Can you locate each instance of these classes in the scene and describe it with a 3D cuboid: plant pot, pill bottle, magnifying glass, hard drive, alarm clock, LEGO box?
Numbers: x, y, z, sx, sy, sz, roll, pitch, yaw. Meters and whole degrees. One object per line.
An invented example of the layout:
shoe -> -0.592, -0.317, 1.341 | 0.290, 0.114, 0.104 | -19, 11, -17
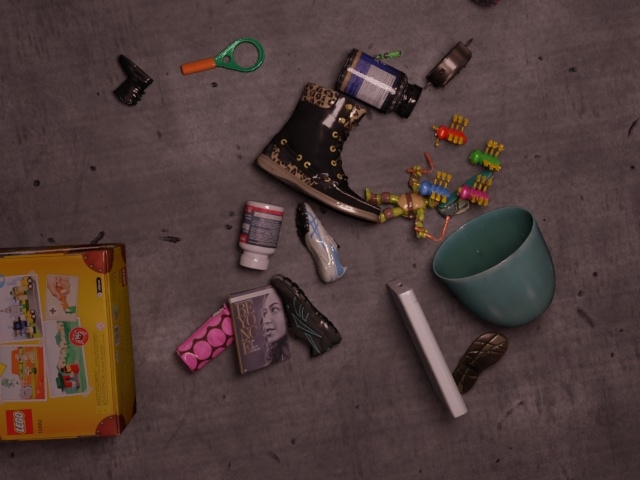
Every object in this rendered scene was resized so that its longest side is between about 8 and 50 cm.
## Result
plant pot -> 0.488, 0.090, 1.682 | 0.293, 0.293, 0.235 | -37, 110, 1
pill bottle -> -0.168, -0.015, 1.728 | 0.108, 0.108, 0.180 | 11, 93, -3
magnifying glass -> -0.268, -0.498, 1.734 | 0.231, 0.026, 0.092 | -14, 95, -3
hard drive -> 0.284, 0.280, 1.703 | 0.047, 0.233, 0.352 | -24, 95, 0
alarm clock -> 0.364, -0.488, 1.709 | 0.064, 0.129, 0.192 | 40, 71, -6
LEGO box -> -0.718, 0.268, 1.685 | 0.373, 0.193, 0.499 | -2, 94, -2
pill bottle -> 0.159, -0.421, 1.704 | 0.219, 0.123, 0.122 | 25, 93, -4

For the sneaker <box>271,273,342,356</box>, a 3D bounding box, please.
sneaker -> -0.058, 0.211, 1.753 | 0.106, 0.101, 0.267 | -40, 94, 3

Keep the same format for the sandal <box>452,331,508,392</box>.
sandal -> 0.452, 0.346, 1.806 | 0.090, 0.060, 0.219 | 31, 107, 2

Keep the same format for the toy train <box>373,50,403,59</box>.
toy train -> 0.190, -0.517, 1.747 | 0.083, 0.024, 0.017 | -11, 94, -1

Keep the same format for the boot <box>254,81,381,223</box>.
boot -> 0.040, -0.235, 1.684 | 0.378, 0.138, 0.284 | 29, 90, 18

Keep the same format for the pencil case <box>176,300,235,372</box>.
pencil case -> -0.309, 0.271, 1.754 | 0.209, 0.095, 0.098 | -43, 130, -1

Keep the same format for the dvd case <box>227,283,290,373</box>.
dvd case -> -0.167, 0.242, 1.746 | 0.165, 0.018, 0.221 | -12, 95, -38

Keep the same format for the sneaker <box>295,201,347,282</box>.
sneaker -> 0.000, 0.000, 1.757 | 0.086, 0.085, 0.237 | -24, 91, -26

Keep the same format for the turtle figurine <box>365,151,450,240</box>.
turtle figurine -> 0.237, -0.114, 1.748 | 0.218, 0.087, 0.269 | -5, 72, 2

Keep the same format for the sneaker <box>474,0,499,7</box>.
sneaker -> 0.387, -0.763, 1.703 | 0.299, 0.121, 0.112 | 41, 63, -3

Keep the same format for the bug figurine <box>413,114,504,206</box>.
bug figurine -> 0.379, -0.195, 1.704 | 0.216, 0.072, 0.278 | 22, 66, 0

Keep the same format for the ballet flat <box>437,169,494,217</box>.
ballet flat -> 0.417, -0.127, 1.772 | 0.188, 0.070, 0.070 | -33, 95, 2

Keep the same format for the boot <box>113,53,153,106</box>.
boot -> -0.529, -0.437, 1.718 | 0.121, 0.045, 0.099 | 42, 95, -5
